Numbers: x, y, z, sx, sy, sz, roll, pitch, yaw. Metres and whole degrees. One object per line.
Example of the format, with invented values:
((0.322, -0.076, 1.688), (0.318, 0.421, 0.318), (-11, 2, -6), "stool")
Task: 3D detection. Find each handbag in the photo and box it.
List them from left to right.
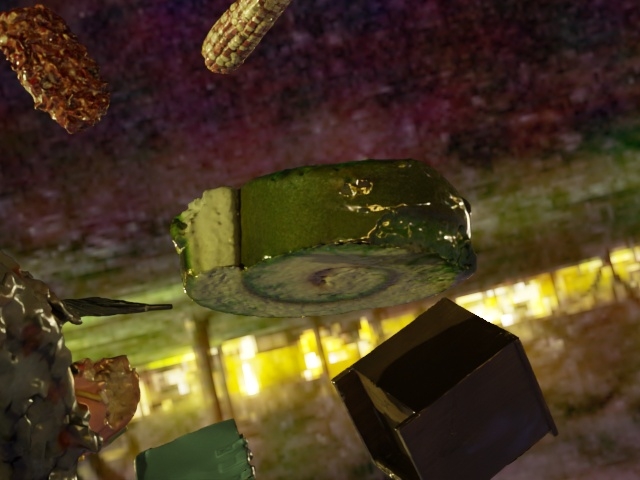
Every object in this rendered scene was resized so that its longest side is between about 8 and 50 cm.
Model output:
((-0.145, 0.293, 1.511), (0.144, 0.057, 0.221), (-24, -162, -2), "handbag")

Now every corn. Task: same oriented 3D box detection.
((-0.111, -0.357, 2.049), (0.079, 0.079, 0.237), (-8, 156, -46), "corn")

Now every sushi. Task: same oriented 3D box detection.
((-0.346, 0.175, 1.027), (0.176, 0.417, 0.417), (26, -165, 26), "sushi")

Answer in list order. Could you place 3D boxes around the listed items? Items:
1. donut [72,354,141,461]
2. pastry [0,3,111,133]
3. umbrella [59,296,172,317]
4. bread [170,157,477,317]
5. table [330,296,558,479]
((-0.282, 0.202, 1.325), (0.199, 0.085, 0.233), (-37, 175, 3), "donut")
((-0.386, -0.248, 1.829), (0.115, 0.208, 0.097), (-38, -178, -10), "pastry")
((-0.290, 0.072, 1.331), (0.269, 0.044, 0.044), (-1, 166, -5), "umbrella")
((0.000, 0.000, 1.616), (0.382, 0.129, 0.366), (1, 163, -14), "bread")
((0.158, 0.214, 1.618), (0.193, 0.172, 0.169), (-35, -150, -17), "table")
